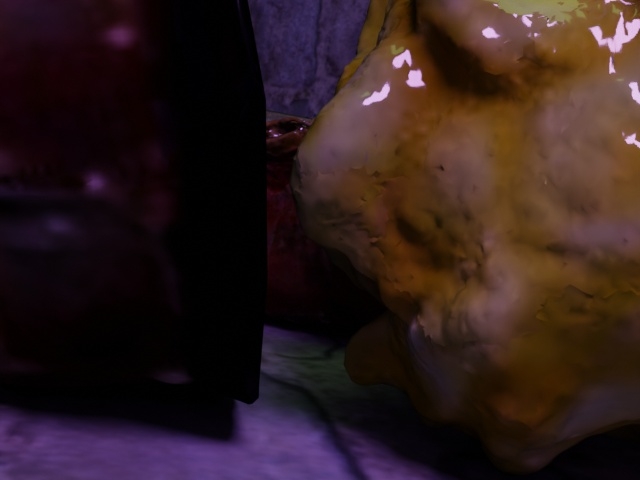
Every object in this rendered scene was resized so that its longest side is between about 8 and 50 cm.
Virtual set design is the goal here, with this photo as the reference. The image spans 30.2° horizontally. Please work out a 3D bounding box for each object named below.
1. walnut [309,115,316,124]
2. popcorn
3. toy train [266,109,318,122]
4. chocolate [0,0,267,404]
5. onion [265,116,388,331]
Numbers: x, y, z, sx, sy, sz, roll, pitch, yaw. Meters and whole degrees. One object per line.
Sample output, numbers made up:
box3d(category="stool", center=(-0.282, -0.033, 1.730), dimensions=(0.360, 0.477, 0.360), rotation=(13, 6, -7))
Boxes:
box3d(category="walnut", center=(0.066, -0.035, 0.891), dimensions=(0.184, 0.155, 0.155), rotation=(6, 8, -45))
box3d(category="popcorn", center=(0.141, -0.055, 0.483), dimensions=(0.290, 0.321, 0.326), rotation=(8, -12, 3))
box3d(category="toy train", center=(-0.080, -0.102, 1.282), dimensions=(0.299, 0.131, 0.202), rotation=(13, 10, 26))
box3d(category="chocolate", center=(-0.134, -0.055, 0.493), dimensions=(0.186, 0.284, 0.283), rotation=(-8, 11, -11))
box3d(category="onion", center=(0.000, 0.000, 0.699), dimensions=(0.205, 0.098, 0.151), rotation=(6, -20, 23))
